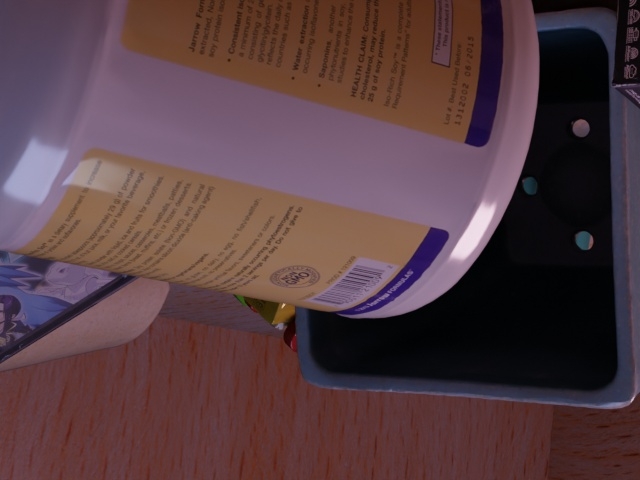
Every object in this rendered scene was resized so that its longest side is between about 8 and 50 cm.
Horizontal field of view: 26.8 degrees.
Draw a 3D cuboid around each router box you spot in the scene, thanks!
[{"bbox_3d":[0.219,-0.120,0.818,0.038,0.092,0.122,-1,168,35],"label":"router box"}]

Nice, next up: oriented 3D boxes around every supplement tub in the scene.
[{"bbox_3d":[-0.078,-0.098,0.717,0.331,0.241,0.241,13,168,-28],"label":"supplement tub"}]

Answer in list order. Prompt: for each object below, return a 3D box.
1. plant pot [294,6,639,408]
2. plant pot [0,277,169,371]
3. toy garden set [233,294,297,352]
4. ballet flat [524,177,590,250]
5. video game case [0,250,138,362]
[{"bbox_3d":[0.147,-0.033,0.979,0.248,0.247,0.252,0,-173,32],"label":"plant pot"},{"bbox_3d":[-0.330,0.004,1.364,0.334,0.334,0.305,-2,178,41],"label":"plant pot"},{"bbox_3d":[-0.094,-0.030,1.036,0.204,0.049,0.244,41,171,41],"label":"toy garden set"},{"bbox_3d":[0.167,-0.030,1.316,0.123,0.123,0.348,2,170,26],"label":"ballet flat"},{"bbox_3d":[-0.296,-0.024,1.041,0.275,0.248,0.035,58,180,-30],"label":"video game case"}]
